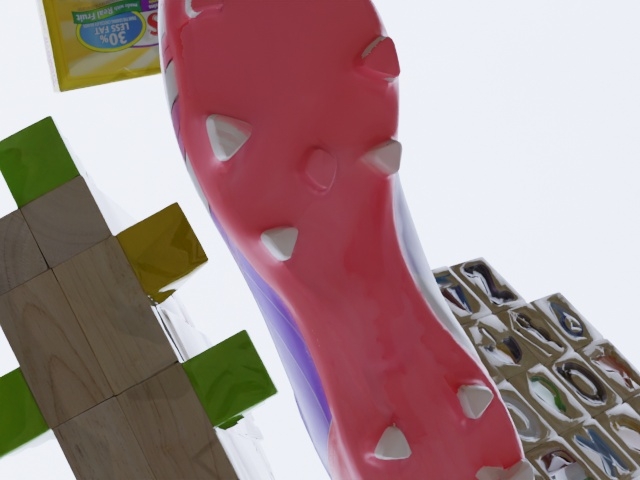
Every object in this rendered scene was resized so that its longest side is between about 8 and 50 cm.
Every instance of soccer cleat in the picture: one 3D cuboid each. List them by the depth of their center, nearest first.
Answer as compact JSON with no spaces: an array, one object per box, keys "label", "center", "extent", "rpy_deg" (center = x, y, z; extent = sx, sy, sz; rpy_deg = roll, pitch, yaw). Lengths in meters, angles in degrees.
[{"label":"soccer cleat","center":[0.000,0.000,0.520],"extent":[0.083,0.095,0.248],"rpy_deg":[-26,-81,-19]}]

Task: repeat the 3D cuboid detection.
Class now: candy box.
[{"label":"candy box","center":[-0.106,-0.177,1.079],"extent":[0.206,0.027,0.105],"rpy_deg":[-14,-78,-22]}]

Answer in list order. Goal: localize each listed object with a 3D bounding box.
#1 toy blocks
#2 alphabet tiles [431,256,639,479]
[{"label":"toy blocks","center":[-0.120,0.123,1.073],"extent":[0.191,0.261,0.381],"rpy_deg":[-28,-102,1]},{"label":"alphabet tiles","center":[0.193,0.144,1.114],"extent":[0.342,0.011,0.285],"rpy_deg":[47,-148,20]}]
